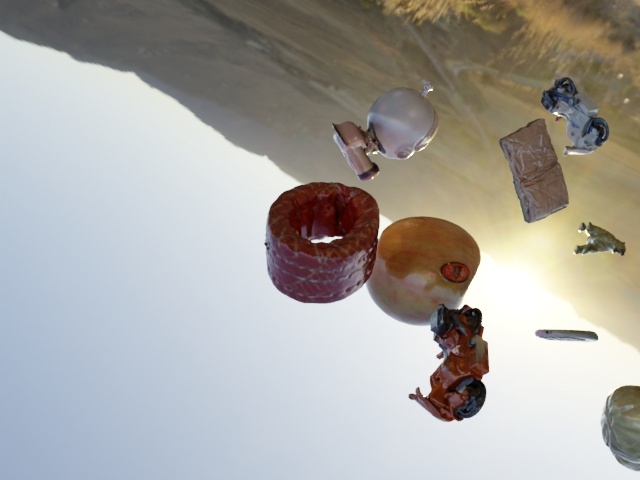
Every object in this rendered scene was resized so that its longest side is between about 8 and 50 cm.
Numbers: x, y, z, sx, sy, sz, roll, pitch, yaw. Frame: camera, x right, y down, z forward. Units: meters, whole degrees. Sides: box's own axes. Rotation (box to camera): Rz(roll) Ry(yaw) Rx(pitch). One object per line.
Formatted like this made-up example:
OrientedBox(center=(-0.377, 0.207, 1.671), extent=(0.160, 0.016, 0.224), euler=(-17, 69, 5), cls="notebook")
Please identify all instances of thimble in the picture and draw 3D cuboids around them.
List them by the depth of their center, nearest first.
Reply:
OrientedBox(center=(0.000, 0.000, 1.593), extent=(0.351, 0.230, 0.350), euler=(1, -138, -1), cls="thimble")

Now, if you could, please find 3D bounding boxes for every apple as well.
OrientedBox(center=(0.346, 0.101, 1.921), extent=(0.347, 0.391, 0.391), euler=(25, -171, 10), cls="apple")

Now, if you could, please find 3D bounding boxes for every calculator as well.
OrientedBox(center=(0.896, 0.344, 2.011), extent=(0.299, 0.041, 0.186), euler=(13, 165, -41), cls="calculator")

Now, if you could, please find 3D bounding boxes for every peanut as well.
OrientedBox(center=(0.634, 0.377, 1.099), extent=(0.147, 0.147, 0.305), euler=(39, 179, 42), cls="peanut")

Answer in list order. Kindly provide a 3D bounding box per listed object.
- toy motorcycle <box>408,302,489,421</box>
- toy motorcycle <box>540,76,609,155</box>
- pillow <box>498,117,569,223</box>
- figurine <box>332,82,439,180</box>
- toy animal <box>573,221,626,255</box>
OrientedBox(center=(0.323, 0.312, 1.366), extent=(0.148, 0.221, 0.325), euler=(33, -139, -16), cls="toy motorcycle")
OrientedBox(center=(0.636, -0.301, 1.390), extent=(0.150, 0.102, 0.221), euler=(92, 161, -57), cls="toy motorcycle")
OrientedBox(center=(0.515, -0.163, 1.321), extent=(0.232, 0.126, 0.043), euler=(67, 171, -13), cls="pillow")
OrientedBox(center=(0.228, -0.372, 1.869), extent=(0.211, 0.362, 0.253), euler=(81, 163, -72), cls="figurine")
OrientedBox(center=(0.818, 0.005, 1.620), extent=(0.101, 0.103, 0.219), euler=(17, -177, 14), cls="toy animal")
